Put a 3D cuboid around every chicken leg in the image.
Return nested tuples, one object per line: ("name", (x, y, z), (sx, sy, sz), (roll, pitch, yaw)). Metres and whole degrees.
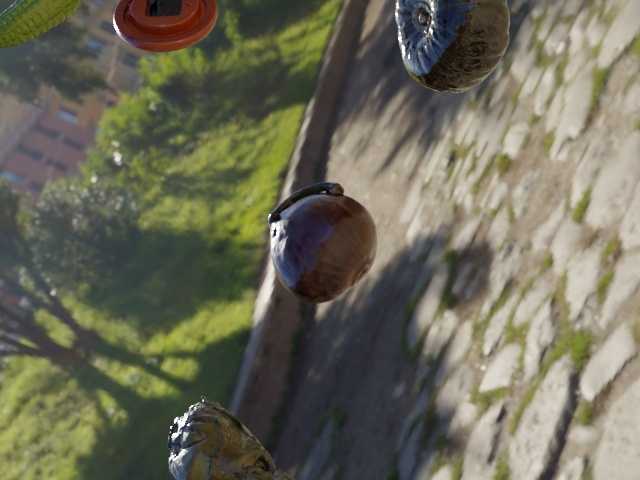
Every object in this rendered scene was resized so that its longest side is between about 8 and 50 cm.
("chicken leg", (-0.123, 0.427, 1.889), (0.201, 0.429, 0.152), (0, -73, -53))

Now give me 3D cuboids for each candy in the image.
("candy", (-0.603, -0.469, 2.141), (0.209, 0.097, 0.097), (-39, 1, -12))

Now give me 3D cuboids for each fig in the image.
("fig", (0.000, 0.001, 1.727), (0.205, 0.205, 0.205), (-156, 90, -84))

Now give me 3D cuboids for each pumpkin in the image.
("pumpkin", (0.210, -0.339, 1.596), (0.219, 0.162, 0.219), (169, 90, -67))

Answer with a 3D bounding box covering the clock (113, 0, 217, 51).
("clock", (-0.305, -0.447, 2.025), (0.051, 0.205, 0.205), (88, -163, -51))
